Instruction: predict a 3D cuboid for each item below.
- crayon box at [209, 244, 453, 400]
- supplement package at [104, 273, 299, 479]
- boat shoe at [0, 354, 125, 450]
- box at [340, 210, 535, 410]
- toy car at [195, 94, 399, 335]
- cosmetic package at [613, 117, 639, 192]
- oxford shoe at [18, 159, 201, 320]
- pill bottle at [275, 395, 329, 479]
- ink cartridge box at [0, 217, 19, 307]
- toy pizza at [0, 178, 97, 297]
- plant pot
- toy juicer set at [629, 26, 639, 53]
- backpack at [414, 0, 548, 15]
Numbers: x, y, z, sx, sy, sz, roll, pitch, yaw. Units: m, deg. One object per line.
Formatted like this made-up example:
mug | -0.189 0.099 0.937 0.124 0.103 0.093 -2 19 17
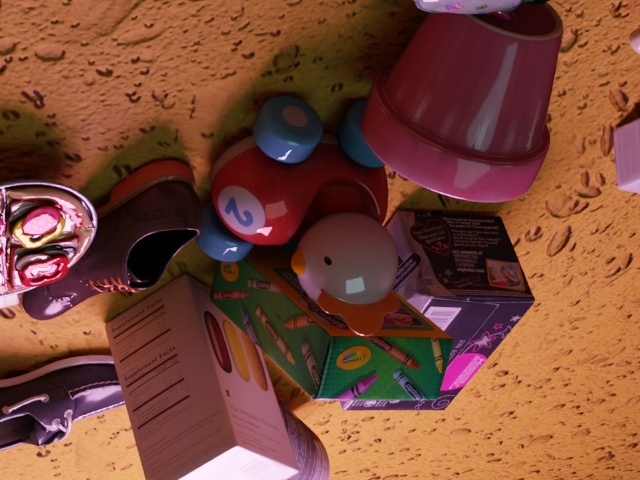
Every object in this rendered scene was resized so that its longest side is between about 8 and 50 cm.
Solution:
crayon box | 0.008 0.090 2.125 0.165 0.278 0.081 3 111 -31
supplement package | -0.145 0.188 2.215 0.134 0.244 0.139 -32 147 19
boat shoe | -0.360 0.216 2.283 0.302 0.091 0.114 -11 147 -13
box | 0.124 0.090 2.313 0.163 0.142 0.247 3 140 -30
toy car | 0.000 0.000 2.022 0.210 0.238 0.219 1 141 -30
cosmetic package | 0.460 -0.118 2.159 0.117 0.085 0.231 8 160 -32
oxford shoe | -0.240 0.022 2.054 0.271 0.098 0.097 -39 143 27
pill bottle | -0.109 0.268 2.431 0.161 0.161 0.283 -26 147 9
ink cartridge box | -0.453 0.031 1.997 0.235 0.056 0.171 -14 148 -13
toy pizza | -0.331 0.008 1.951 0.201 0.032 0.201 -17 148 -11
plant pot | 0.162 -0.168 1.923 0.201 0.201 0.180 1 127 -29
toy juicer set | 0.454 -0.241 2.070 0.209 0.089 0.329 -18 156 32
backpack | 0.161 -0.288 1.798 0.182 0.115 0.152 -1 146 -22
